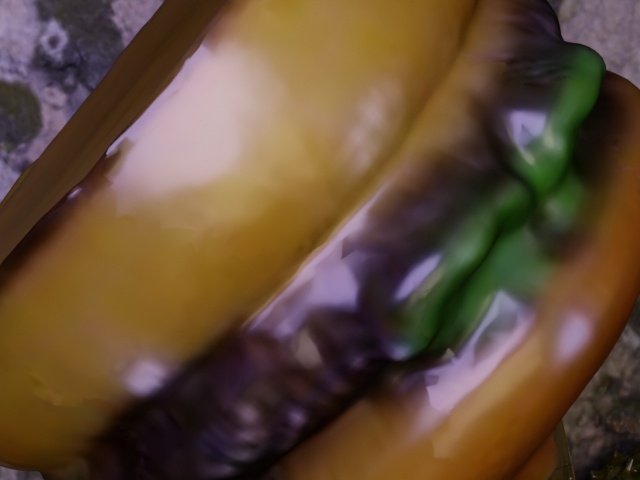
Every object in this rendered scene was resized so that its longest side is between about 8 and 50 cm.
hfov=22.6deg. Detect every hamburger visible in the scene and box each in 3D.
[{"bbox_3d":[0.000,0.000,0.850,0.277,0.396,0.395,40,85,-15],"label":"hamburger"}]

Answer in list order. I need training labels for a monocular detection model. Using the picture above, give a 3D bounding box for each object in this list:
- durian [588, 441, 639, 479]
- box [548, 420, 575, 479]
[{"bbox_3d":[0.245,0.198,1.061,0.187,0.108,0.119,-6,97,-25],"label":"durian"},{"bbox_3d":[0.130,0.177,1.084,0.090,0.023,0.133,-16,100,-11],"label":"box"}]
